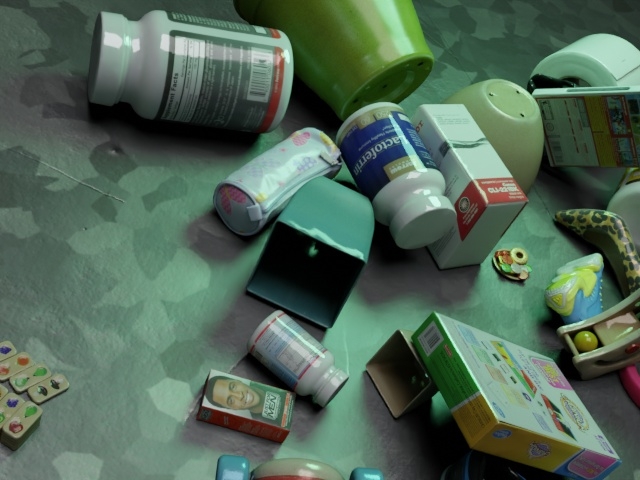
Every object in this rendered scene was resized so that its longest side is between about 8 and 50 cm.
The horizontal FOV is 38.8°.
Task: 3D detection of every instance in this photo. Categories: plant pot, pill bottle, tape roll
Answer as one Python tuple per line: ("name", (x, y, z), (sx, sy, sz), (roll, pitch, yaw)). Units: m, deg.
("plant pot", (0.000, 0.000, 1.616), (0.166, 0.165, 0.234), (26, 35, -1))
("pill bottle", (-0.253, -0.330, 1.758), (0.363, 0.210, 0.210), (5, 48, -21))
("pill bottle", (0.779, -0.118, 2.052), (0.188, 0.188, 0.334), (35, 46, 8))
("pill bottle", (0.145, -0.122, 1.728), (0.153, 0.153, 0.264), (-7, 55, -30))
("plant pot", (0.058, -0.458, 1.953), (0.367, 0.366, 0.353), (-21, 73, -37))
("tape roll", (0.638, -0.353, 2.164), (0.246, 0.246, 0.169), (44, 47, 17))
("plant pot", (0.161, 0.218, 1.528), (0.096, 0.109, 0.109), (-2, 50, -42))
("plant pot", (0.370, -0.238, 1.973), (0.284, 0.191, 0.284), (13, 46, -13))
("pill bottle", (-0.035, 0.193, 1.467), (0.160, 0.087, 0.087), (39, 46, 12))

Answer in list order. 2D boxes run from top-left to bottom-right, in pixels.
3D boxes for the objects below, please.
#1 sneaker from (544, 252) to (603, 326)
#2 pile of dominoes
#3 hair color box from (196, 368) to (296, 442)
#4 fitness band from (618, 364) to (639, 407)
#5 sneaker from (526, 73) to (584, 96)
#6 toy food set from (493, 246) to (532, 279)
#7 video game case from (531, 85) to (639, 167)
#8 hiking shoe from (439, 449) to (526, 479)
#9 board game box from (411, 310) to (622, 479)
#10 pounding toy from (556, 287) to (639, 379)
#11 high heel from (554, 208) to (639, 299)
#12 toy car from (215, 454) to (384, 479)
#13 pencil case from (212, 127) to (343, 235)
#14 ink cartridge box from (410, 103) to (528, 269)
("sneaker", (0.521, 0.113, 1.814), (0.240, 0.091, 0.126), (-29, 94, -50))
("pile of dominoes", (-0.507, 0.195, 1.284), (0.251, 0.040, 0.196), (32, 45, 5))
("hair color box", (-0.114, 0.256, 1.404), (0.141, 0.043, 0.072), (17, 46, -9))
("fitness band", (0.712, 0.256, 1.776), (0.291, 0.054, 0.209), (-19, 60, -35))
("sneaker", (0.578, -0.288, 2.015), (0.286, 0.130, 0.109), (26, 85, 29))
("toy food set", (0.390, 0.047, 1.842), (0.083, 0.020, 0.082), (6, 48, -20))
("video game case", (0.612, -0.240, 1.947), (0.285, 0.204, 0.025), (5, 46, 36))
("hiking shoe", (0.303, 0.444, 1.360), (0.113, 0.132, 0.304), (-27, 64, -39))
("board game box", (0.318, 0.258, 1.474), (0.317, 0.064, 0.242), (24, 26, -34))
("pounding toy", (0.587, 0.189, 1.661), (0.270, 0.154, 0.154), (-18, 54, -6))
("high heel", (0.598, 0.039, 1.918), (0.261, 0.093, 0.186), (20, 71, 21))
("toy car", (-0.040, 0.423, 1.191), (0.219, 0.210, 0.237), (6, 60, -6))
("pencil case", (-0.076, -0.112, 1.707), (0.124, 0.113, 0.273), (24, 41, 29))
("ink cartridge box", (0.259, -0.111, 1.801), (0.114, 0.197, 0.272), (-6, 54, -31))
